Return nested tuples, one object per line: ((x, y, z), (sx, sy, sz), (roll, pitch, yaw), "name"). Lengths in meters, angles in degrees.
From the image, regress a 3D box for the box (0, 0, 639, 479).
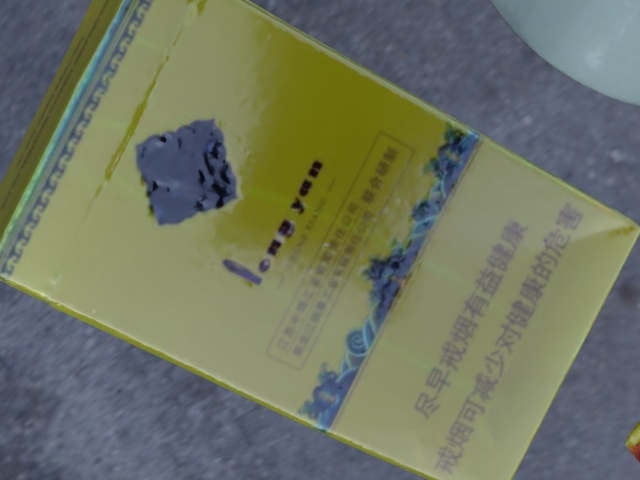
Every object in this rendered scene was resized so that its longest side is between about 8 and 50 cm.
((0.001, 0.000, 0.868), (0.279, 0.041, 0.153), (27, 90, -25), "box")

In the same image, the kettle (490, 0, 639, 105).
((0.125, -0.116, 0.534), (0.127, 0.148, 0.098), (7, 53, -20), "kettle")

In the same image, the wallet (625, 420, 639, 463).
((0.233, 0.023, 0.652), (0.141, 0.241, 0.067), (17, 35, -45), "wallet")
